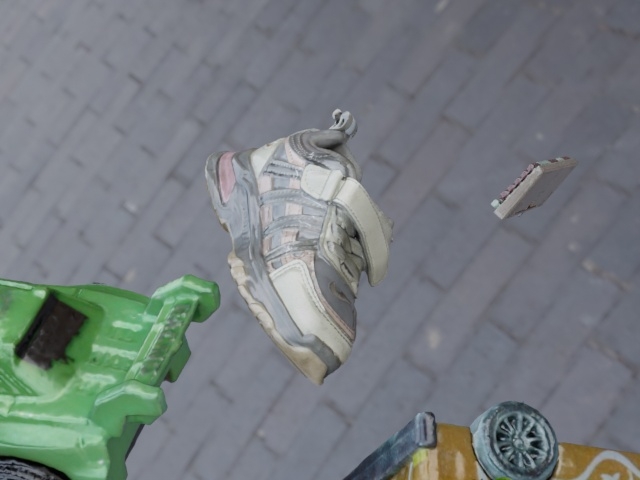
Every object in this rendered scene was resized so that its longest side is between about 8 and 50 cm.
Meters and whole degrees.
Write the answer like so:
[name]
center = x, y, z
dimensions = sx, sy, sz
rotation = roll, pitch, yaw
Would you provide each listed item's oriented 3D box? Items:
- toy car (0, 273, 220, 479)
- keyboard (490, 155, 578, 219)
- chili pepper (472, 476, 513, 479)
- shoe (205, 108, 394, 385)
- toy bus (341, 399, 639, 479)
[toy car]
center = -0.265, 0.114, 1.492
dimensions = 0.358, 0.176, 0.213
rotation = 10, 46, 18
[keyboard]
center = 0.171, -0.043, 1.376
dimensions = 0.055, 0.017, 0.166
rotation = -51, -11, 15
[chili pepper]
center = 0.074, 0.204, 0.862
dimensions = 0.073, 0.050, 0.182
rotation = -104, 20, -59
[shoe]
center = 0.000, 0.000, 0.981
dimensions = 0.092, 0.089, 0.180
rotation = -30, 42, 10
[toy bus]
center = 0.186, 0.236, 1.172
dimensions = 0.162, 0.323, 0.194
rotation = 130, 146, -54
